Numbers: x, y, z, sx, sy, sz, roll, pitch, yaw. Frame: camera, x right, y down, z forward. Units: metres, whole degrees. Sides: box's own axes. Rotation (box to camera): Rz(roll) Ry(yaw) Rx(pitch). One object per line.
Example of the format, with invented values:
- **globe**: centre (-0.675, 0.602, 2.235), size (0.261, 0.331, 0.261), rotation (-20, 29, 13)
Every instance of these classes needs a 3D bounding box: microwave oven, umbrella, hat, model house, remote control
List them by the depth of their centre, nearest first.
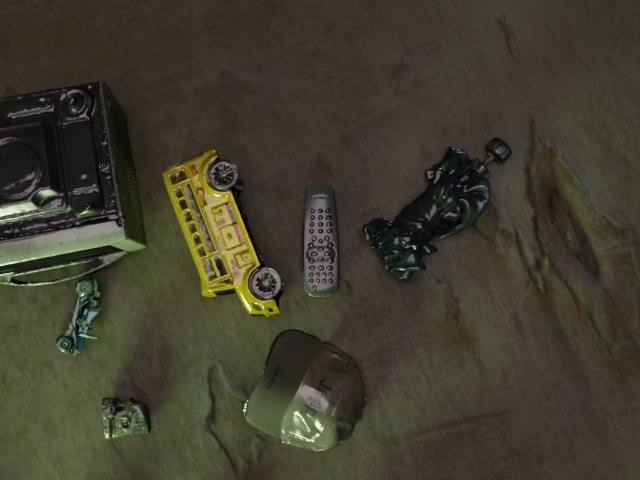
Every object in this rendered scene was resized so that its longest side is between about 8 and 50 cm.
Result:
- **microwave oven**: centre (-0.551, -0.094, 1.747), size (0.394, 0.247, 0.333), rotation (-11, 80, -2)
- **hat**: centre (-0.018, 0.289, 1.749), size (0.149, 0.245, 0.214), rotation (21, 85, 23)
- **model house**: centre (-0.368, 0.333, 1.799), size (0.083, 0.066, 0.078), rotation (-6, 85, -3)
- **umbrella**: centre (0.240, -0.077, 1.846), size (0.349, 0.094, 0.143), rotation (-42, 90, -7)
- **remote control**: centre (0.000, 0.000, 1.857), size (0.072, 0.042, 0.222), rotation (0, 84, -1)

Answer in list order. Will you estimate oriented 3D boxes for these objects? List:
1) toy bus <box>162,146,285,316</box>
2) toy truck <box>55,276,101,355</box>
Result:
- **toy bus**: centre (-0.181, 0.001, 1.804), size (0.152, 0.144, 0.330), rotation (-21, 83, -3)
- **toy truck**: centre (-0.451, 0.147, 1.817), size (0.078, 0.080, 0.154), rotation (19, 83, -15)
